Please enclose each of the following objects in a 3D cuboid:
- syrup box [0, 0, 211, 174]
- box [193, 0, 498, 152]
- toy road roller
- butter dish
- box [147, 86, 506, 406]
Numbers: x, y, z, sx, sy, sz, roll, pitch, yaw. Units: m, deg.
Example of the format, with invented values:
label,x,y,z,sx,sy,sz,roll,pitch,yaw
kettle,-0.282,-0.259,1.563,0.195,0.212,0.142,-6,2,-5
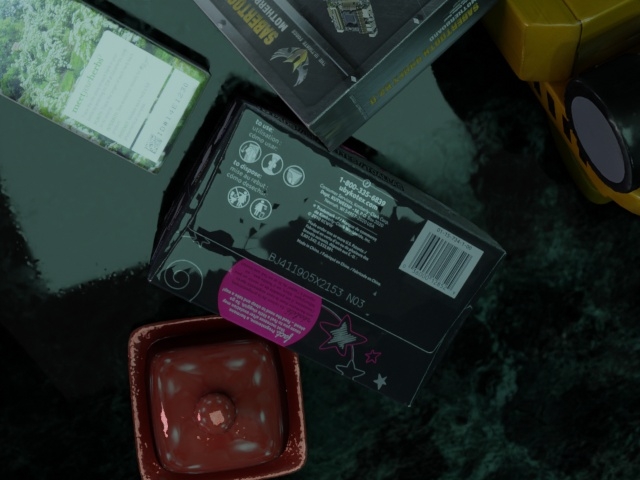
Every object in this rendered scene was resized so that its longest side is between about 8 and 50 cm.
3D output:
label,x,y,z,sx,sy,sz,roll,pitch,yaw
syrup box,-0.213,-0.152,0.648,0.236,0.096,0.093,28,98,-15
box,-0.001,-0.209,0.617,0.183,0.056,0.231,-43,68,5
toy road roller,0.252,-0.170,0.686,0.202,0.240,0.330,-27,71,0
butter dish,-0.092,0.147,0.727,0.160,0.118,0.160,-6,86,-6
box,0.000,0.000,0.701,0.247,0.142,0.163,28,99,-16
